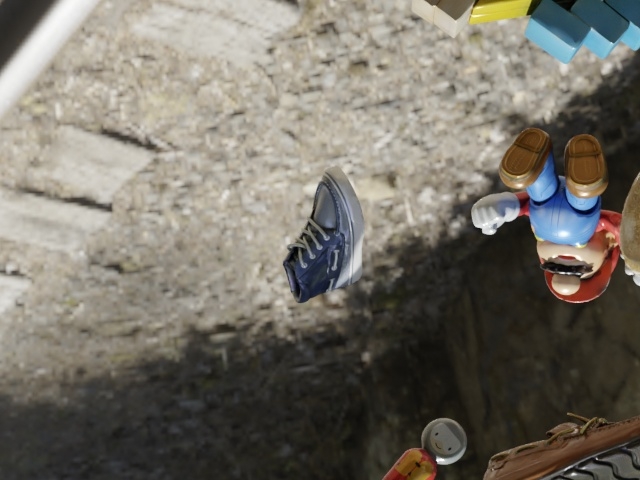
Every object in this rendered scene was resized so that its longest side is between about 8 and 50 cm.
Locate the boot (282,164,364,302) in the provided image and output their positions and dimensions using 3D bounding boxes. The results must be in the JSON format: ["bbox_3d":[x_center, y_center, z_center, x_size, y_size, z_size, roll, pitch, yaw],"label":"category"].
[{"bbox_3d":[0.000,0.000,1.383,0.086,0.069,0.190,-26,140,-17],"label":"boot"}]

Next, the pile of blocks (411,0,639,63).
[{"bbox_3d":[0.246,-0.204,0.832,0.362,0.148,0.112,-14,172,2],"label":"pile of blocks"}]

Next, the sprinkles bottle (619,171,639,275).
[{"bbox_3d":[0.447,0.022,1.052,0.356,0.121,0.121,17,144,-16],"label":"sprinkles bottle"}]

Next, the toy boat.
[{"bbox_3d":[0.218,0.410,1.790,0.148,0.267,0.318,-43,121,-11],"label":"toy boat"}]

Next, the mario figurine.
[{"bbox_3d":[0.325,-0.004,1.553,0.170,0.198,0.320,-39,146,-3],"label":"mario figurine"}]

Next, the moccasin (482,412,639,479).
[{"bbox_3d":[0.440,0.366,2.028,0.139,0.147,0.380,29,137,-26],"label":"moccasin"}]
